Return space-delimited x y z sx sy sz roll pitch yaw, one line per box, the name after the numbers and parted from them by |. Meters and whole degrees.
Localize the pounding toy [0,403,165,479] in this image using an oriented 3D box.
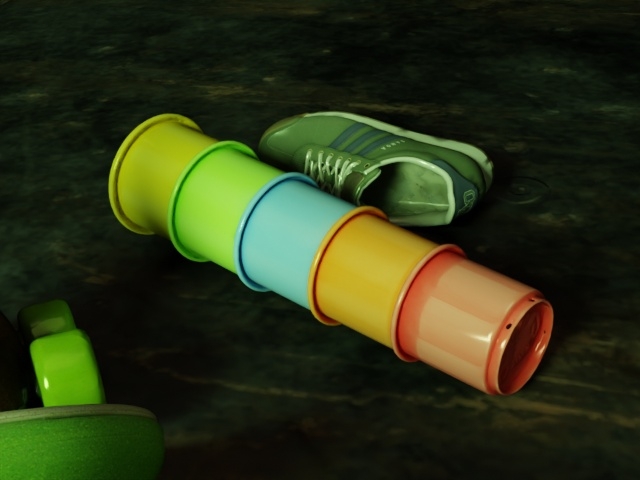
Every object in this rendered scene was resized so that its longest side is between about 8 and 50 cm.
-0.158 0.138 0.321 0.183 0.110 0.237 -26 -20 30 | pounding toy

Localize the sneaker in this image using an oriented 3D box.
0.031 -0.052 0.679 0.192 0.064 0.086 11 28 16 | sneaker

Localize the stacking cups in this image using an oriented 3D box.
0.000 0.000 0.574 0.316 0.096 0.096 22 39 34 | stacking cups

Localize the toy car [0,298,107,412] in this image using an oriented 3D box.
-0.210 0.015 0.448 0.155 0.188 0.149 -14 13 -21 | toy car
